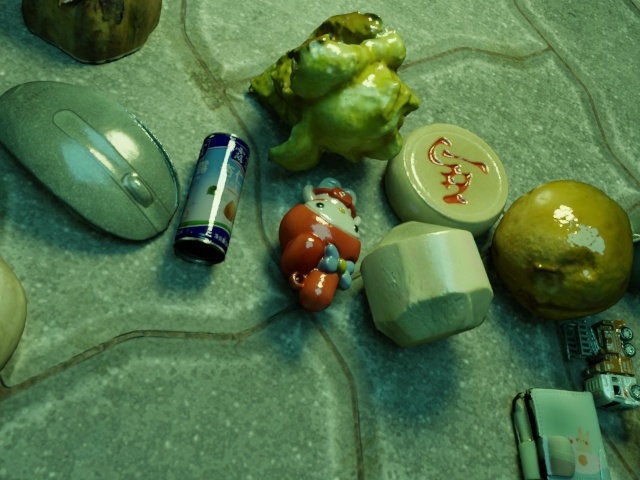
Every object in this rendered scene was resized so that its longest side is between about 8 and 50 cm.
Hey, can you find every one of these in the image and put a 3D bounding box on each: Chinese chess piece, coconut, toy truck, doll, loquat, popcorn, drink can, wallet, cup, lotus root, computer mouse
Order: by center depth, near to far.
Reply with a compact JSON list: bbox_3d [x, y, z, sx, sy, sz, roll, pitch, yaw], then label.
[{"bbox_3d":[-0.410,-0.153,0.984,0.374,0.114,0.203,37,58,0],"label":"computer mouse"},{"bbox_3d":[0.190,0.068,1.022,0.241,0.241,0.241,8,62,-15],"label":"coconut"},{"bbox_3d":[0.447,0.400,1.023,0.176,0.075,0.251,10,61,-18],"label":"wallet"},{"bbox_3d":[-0.195,-0.078,1.032,0.097,0.097,0.235,16,61,-11],"label":"drink can"},{"bbox_3d":[0.000,0.000,1.038,0.161,0.130,0.290,35,43,-15],"label":"doll"},{"bbox_3d":[-0.451,-0.497,1.115,0.272,0.192,0.272,7,69,-19],"label":"lotus root"},{"bbox_3d":[0.024,-0.265,1.116,0.290,0.321,0.326,31,75,-22],"label":"popcorn"},{"bbox_3d":[0.492,0.014,1.132,0.283,0.276,0.276,-30,77,-32],"label":"loquat"},{"bbox_3d":[0.565,0.248,1.137,0.115,0.080,0.178,8,61,-9],"label":"toy truck"},{"bbox_3d":[0.270,-0.123,1.209,0.273,0.102,0.273,8,63,-15],"label":"Chinese chess piece"},{"bbox_3d":[0.726,0.037,1.258,0.199,0.199,0.150,-28,94,-28],"label":"cup"}]

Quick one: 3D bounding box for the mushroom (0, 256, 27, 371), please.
[{"bbox_3d":[-0.544,0.084,0.716,0.297,0.290,0.298,7,62,-13],"label":"mushroom"}]
